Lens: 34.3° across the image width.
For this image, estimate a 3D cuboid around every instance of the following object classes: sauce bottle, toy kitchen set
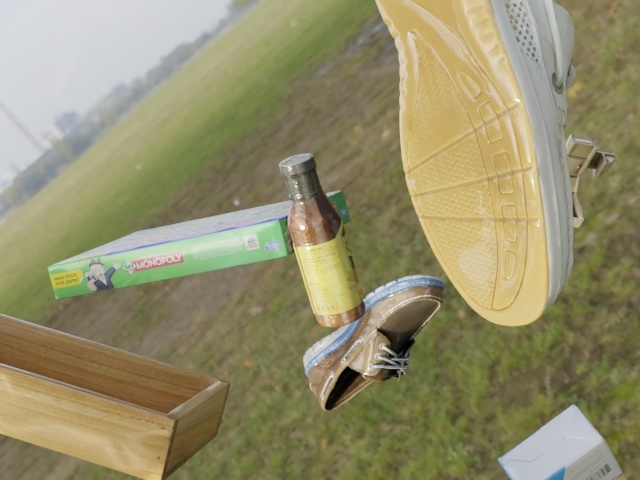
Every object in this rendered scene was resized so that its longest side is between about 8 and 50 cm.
[{"bbox_3d":[0.000,0.000,0.760,0.042,0.128,0.042,-13,20,5],"label":"sauce bottle"},{"bbox_3d":[0.319,-0.069,1.235,0.083,0.068,0.075,109,164,-49],"label":"toy kitchen set"}]

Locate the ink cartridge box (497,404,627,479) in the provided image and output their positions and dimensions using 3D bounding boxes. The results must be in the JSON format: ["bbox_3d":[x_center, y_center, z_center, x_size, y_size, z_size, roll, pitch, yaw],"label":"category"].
[{"bbox_3d":[0.281,0.276,1.142,0.104,0.181,0.061,-35,38,0],"label":"ink cartridge box"}]

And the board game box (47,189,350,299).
[{"bbox_3d":[-0.146,0.004,1.289,0.317,0.046,0.213,-11,7,22],"label":"board game box"}]

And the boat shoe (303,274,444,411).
[{"bbox_3d":[0.056,0.100,0.965,0.183,0.066,0.066,-46,45,38],"label":"boat shoe"}]

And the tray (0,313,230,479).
[{"bbox_3d":[-0.324,0.148,1.122,0.203,0.411,0.076,-14,-60,-79],"label":"tray"}]

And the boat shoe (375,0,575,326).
[{"bbox_3d":[0.097,-0.095,0.558,0.096,0.277,0.098,-16,6,-37],"label":"boat shoe"}]
